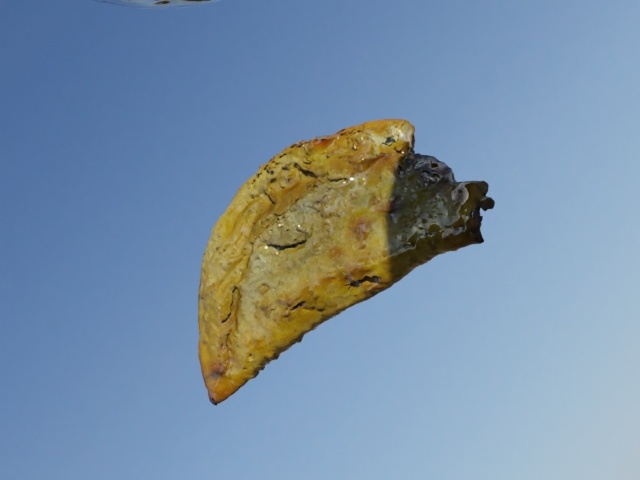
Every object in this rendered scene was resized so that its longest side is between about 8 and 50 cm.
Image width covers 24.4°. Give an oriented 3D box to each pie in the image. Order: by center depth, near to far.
[{"bbox_3d":[0.000,0.000,0.671,0.170,0.092,0.034,-30,-18,26],"label":"pie"}]

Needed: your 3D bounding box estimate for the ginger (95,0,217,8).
[{"bbox_3d":[-0.135,-0.252,0.971,0.269,0.200,0.223,-27,-52,-31],"label":"ginger"}]
